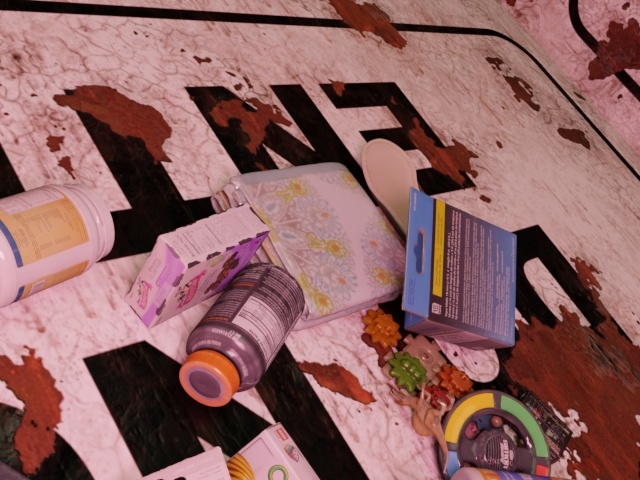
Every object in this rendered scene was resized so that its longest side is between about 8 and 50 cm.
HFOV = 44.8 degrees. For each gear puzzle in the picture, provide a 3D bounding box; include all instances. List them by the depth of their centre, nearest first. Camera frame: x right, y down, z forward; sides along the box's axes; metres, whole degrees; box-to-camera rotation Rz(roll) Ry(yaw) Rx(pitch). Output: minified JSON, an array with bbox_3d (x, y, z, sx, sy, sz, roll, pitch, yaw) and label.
[{"bbox_3d":[0.211,0.251,1.467,0.339,0.044,0.175,48,39,10],"label":"gear puzzle"}]

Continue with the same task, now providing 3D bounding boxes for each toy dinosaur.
[{"bbox_3d":[0.195,0.306,1.345,0.053,0.092,0.183,10,27,-39],"label":"toy dinosaur"}]

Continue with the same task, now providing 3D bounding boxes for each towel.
[{"bbox_3d":[0.000,0.000,1.513,0.375,0.090,0.320,-14,65,-45],"label":"towel"}]

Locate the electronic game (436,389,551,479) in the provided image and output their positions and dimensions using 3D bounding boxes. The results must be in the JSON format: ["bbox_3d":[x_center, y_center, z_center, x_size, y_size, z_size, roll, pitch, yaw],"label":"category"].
[{"bbox_3d":[0.307,0.377,1.369,0.229,0.048,0.229,9,66,-20],"label":"electronic game"}]

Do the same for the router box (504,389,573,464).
[{"bbox_3d":[0.432,0.369,1.535,0.122,0.038,0.092,46,38,8],"label":"router box"}]

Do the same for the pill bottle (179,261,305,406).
[{"bbox_3d":[-0.127,0.149,1.227,0.130,0.130,0.245,38,39,-2],"label":"pill bottle"}]

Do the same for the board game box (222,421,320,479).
[{"bbox_3d":[-0.040,0.414,0.987,0.305,0.193,0.053,52,17,16],"label":"board game box"}]

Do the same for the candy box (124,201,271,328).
[{"bbox_3d":[-0.197,0.038,1.250,0.070,0.165,0.196,48,40,13],"label":"candy box"}]

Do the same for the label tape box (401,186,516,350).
[{"bbox_3d":[0.243,0.064,1.517,0.334,0.106,0.240,20,67,-37],"label":"label tape box"}]

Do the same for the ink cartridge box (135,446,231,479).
[{"bbox_3d":[-0.168,0.394,0.951,0.181,0.056,0.224,-20,58,-10],"label":"ink cartridge box"}]

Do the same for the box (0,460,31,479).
[{"bbox_3d":[-0.404,0.326,0.861,0.158,0.093,0.156,35,38,-4],"label":"box"}]

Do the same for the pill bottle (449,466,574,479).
[{"bbox_3d":[0.348,0.454,1.247,0.272,0.152,0.152,9,46,-12],"label":"pill bottle"}]

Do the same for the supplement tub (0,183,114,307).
[{"bbox_3d":[-0.416,0.001,1.127,0.144,0.144,0.200,49,39,11],"label":"supplement tub"}]

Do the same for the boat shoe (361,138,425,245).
[{"bbox_3d":[0.186,-0.087,1.736,0.117,0.096,0.324,-27,61,-6],"label":"boat shoe"}]
